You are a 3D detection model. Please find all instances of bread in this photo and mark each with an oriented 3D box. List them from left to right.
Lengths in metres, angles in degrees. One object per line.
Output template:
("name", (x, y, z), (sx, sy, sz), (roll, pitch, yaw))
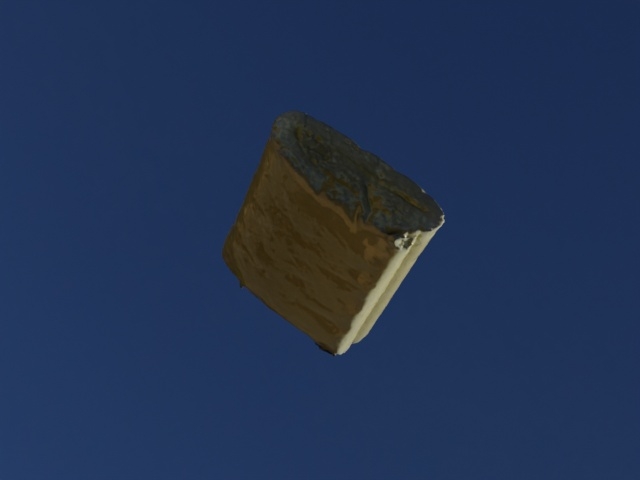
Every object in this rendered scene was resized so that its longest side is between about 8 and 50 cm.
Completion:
("bread", (0.000, 0.000, 1.021), (0.139, 0.060, 0.178), (34, -34, 6))
